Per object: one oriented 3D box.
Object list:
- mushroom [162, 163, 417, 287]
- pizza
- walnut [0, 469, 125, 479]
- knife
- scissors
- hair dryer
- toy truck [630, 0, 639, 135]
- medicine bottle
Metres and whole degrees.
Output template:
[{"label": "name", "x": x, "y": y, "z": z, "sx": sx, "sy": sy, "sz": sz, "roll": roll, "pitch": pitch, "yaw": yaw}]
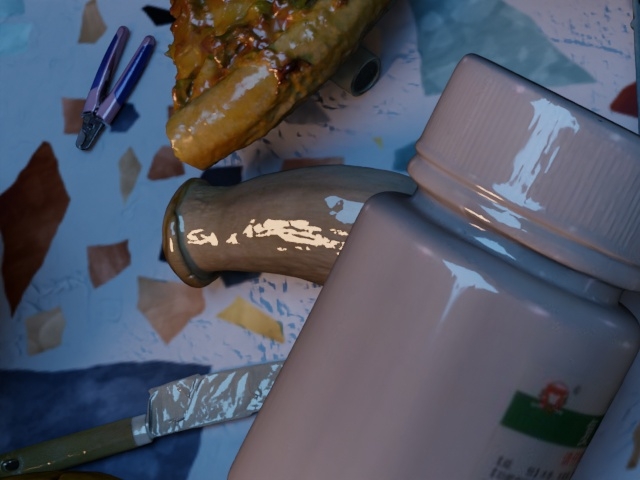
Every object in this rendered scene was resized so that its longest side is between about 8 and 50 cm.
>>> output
[{"label": "mushroom", "x": 0.002, "y": -0.007, "z": 1.291, "sx": 0.247, "sy": 0.108, "sz": 0.096, "roll": 6, "pitch": 42, "yaw": 18}, {"label": "pizza", "x": -0.044, "y": -0.204, "z": 1.349, "sx": 0.226, "sy": 0.086, "sz": 0.335, "roll": 20, "pitch": 70, "yaw": 40}, {"label": "walnut", "x": -0.241, "y": 0.276, "z": 1.230, "sx": 0.336, "sy": 0.209, "sz": 0.209, "roll": -17, "pitch": 68, "yaw": 21}, {"label": "knife", "x": -0.123, "y": 0.135, "z": 1.330, "sx": 0.298, "sy": 0.017, "sz": 0.047, "roll": -17, "pitch": 62, "yaw": 14}, {"label": "scissors", "x": -0.178, "y": -0.127, "z": 1.436, "sx": 0.039, "sy": 0.012, "sz": 0.113, "roll": 23, "pitch": 82, "yaw": 24}, {"label": "hair dryer", "x": 0.044, "y": -0.177, "z": 1.369, "sx": 0.063, "sy": 0.038, "sz": 0.124, "roll": 38, "pitch": 80, "yaw": 24}, {"label": "toy truck", "x": 0.311, "y": -0.100, "z": 1.198, "sx": 0.184, "sy": 0.133, "sz": 0.338, "roll": -8, "pitch": 67, "yaw": 29}, {"label": "medicine bottle", "x": 0.099, "y": 0.064, "z": 1.132, "sx": 0.208, "sy": 0.208, "sz": 0.339, "roll": 31, "pitch": 99, "yaw": 25}]
